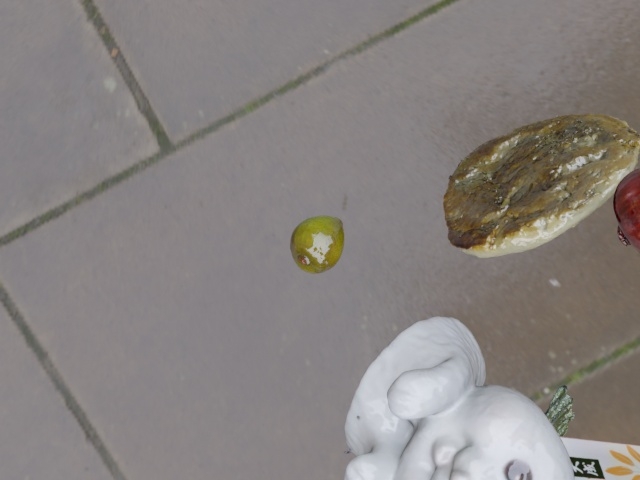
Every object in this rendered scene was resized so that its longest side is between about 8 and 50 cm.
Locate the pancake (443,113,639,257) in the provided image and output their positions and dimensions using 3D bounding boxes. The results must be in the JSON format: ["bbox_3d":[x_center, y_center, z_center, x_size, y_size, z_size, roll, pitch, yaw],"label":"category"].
[{"bbox_3d":[0.338,-0.093,1.753,0.356,0.356,0.065,-34,112,2],"label":"pancake"}]

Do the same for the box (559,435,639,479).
[{"bbox_3d":[0.422,0.415,1.314,0.385,0.344,0.122,9,132,-17],"label":"box"}]

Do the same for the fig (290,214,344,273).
[{"bbox_3d":[0.000,0.000,1.509,0.074,0.074,0.088,50,56,-18],"label":"fig"}]

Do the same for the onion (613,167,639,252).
[{"bbox_3d":[0.447,-0.036,1.495,0.131,0.131,0.131,-2,106,-8],"label":"onion"}]

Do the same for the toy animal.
[{"bbox_3d":[0.104,0.146,0.597,0.104,0.221,0.131,-50,147,9],"label":"toy animal"}]

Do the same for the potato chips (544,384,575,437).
[{"bbox_3d":[0.349,0.329,1.789,0.028,0.092,0.207,33,93,-17],"label":"potato chips"}]
